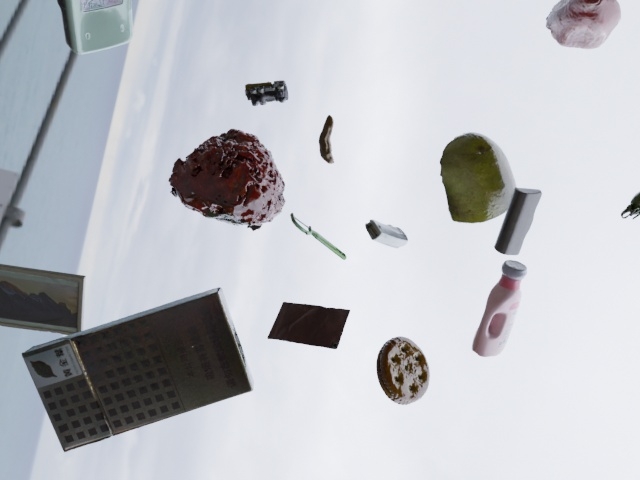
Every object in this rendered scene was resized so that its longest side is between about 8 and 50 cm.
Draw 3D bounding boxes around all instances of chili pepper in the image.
[{"bbox_3d":[0.610,-0.508,1.243,0.136,0.144,0.253,-25,-175,17],"label":"chili pepper"}]

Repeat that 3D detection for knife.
[{"bbox_3d":[0.001,-0.001,1.422,0.015,0.212,0.054,-41,-145,16],"label":"knife"},{"bbox_3d":[0.175,-0.020,1.457,0.041,0.265,0.073,-34,-105,18],"label":"knife"}]

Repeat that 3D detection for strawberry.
[{"bbox_3d":[-0.202,-0.147,1.248,0.274,0.274,0.220,-7,-112,66],"label":"strawberry"}]

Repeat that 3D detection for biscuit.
[{"bbox_3d":[0.267,0.422,1.784,0.066,0.221,0.220,-29,-129,46],"label":"biscuit"}]

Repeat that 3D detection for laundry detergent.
[{"bbox_3d":[0.595,0.225,1.808,0.088,0.159,0.335,34,-55,43],"label":"laundry detergent"}]

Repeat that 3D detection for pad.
[{"bbox_3d":[-0.028,0.204,1.328,0.006,0.188,0.113,66,37,-45],"label":"pad"}]

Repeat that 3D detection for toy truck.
[{"bbox_3d":[-0.154,-0.422,1.550,0.062,0.123,0.052,-97,-179,-48],"label":"toy truck"}]

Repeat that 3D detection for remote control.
[{"bbox_3d":[-0.420,-0.491,1.008,0.056,0.140,0.296,42,-37,20],"label":"remote control"}]

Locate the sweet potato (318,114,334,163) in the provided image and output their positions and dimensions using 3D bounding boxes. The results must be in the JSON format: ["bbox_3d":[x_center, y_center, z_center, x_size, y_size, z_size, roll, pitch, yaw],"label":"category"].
[{"bbox_3d":[0.021,-0.372,2.020,0.054,0.053,0.182,36,-49,55],"label":"sweet potato"}]

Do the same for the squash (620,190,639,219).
[{"bbox_3d":[0.867,-0.130,1.288,0.319,0.071,0.080,-19,-93,19],"label":"squash"}]

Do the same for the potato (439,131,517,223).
[{"bbox_3d":[0.611,-0.266,2.073,0.213,0.280,0.330,14,-119,46],"label":"potato"}]

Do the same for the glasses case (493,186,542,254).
[{"bbox_3d":[0.530,-0.050,1.469,0.042,0.072,0.190,-109,-154,-59],"label":"glasses case"}]

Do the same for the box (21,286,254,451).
[{"bbox_3d":[-0.290,0.210,0.894,0.047,0.325,0.180,-116,-171,-80],"label":"box"}]

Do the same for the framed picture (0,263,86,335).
[{"bbox_3d":[-0.791,0.165,1.520,0.018,0.266,0.192,-96,-164,-68],"label":"framed picture"}]
